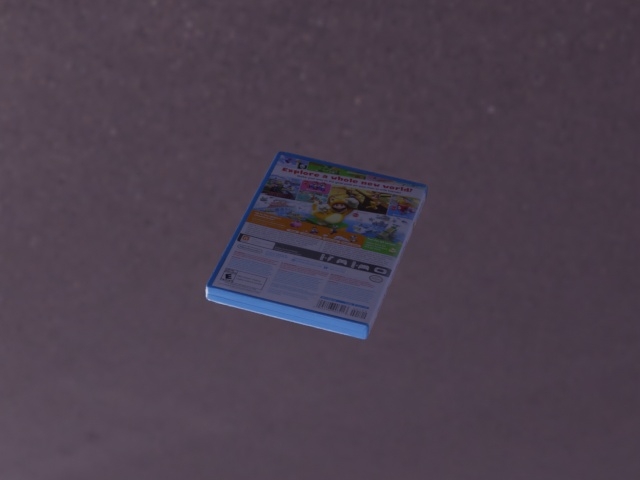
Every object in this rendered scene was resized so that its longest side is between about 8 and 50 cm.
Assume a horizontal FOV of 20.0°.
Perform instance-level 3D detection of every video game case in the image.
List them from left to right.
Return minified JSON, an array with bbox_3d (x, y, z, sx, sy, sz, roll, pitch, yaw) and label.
[{"bbox_3d":[0.000,0.000,1.313,0.119,0.166,0.015,13,131,11],"label":"video game case"}]
